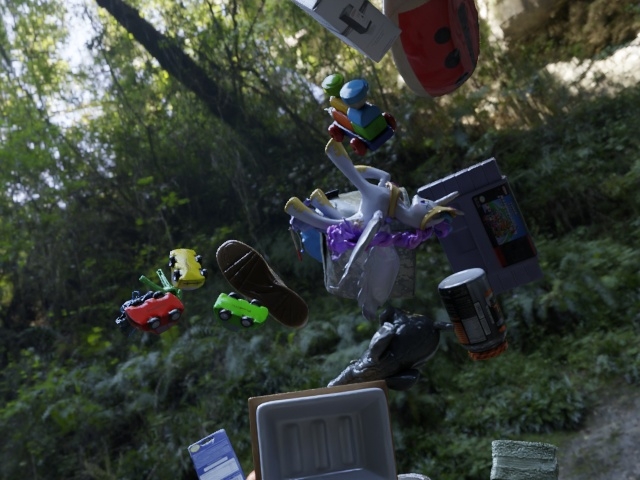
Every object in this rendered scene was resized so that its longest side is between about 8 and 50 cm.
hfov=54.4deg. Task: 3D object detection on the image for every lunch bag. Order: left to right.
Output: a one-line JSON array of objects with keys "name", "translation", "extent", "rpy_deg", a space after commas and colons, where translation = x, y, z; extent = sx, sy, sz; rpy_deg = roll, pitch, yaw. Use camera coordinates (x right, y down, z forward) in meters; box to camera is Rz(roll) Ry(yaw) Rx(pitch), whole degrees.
[{"name": "lunch bag", "translation": [0.124, 0.011, 1.721], "extent": [0.256, 0.212, 0.305], "rpy_deg": [-6, -54, 0]}]

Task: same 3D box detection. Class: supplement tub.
[{"name": "supplement tub", "translation": [0.356, 0.170, 1.436], "extent": [0.117, 0.190, 0.117], "rpy_deg": [-23, 7, 3]}]

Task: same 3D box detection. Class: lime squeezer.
[{"name": "lime squeezer", "translation": [-0.427, 0.129, 1.719], "extent": [0.059, 0.110, 0.310], "rpy_deg": [-25, 3, -5]}]

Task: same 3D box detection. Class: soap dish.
[{"name": "soap dish", "translation": [0.003, 0.417, 1.266], "extent": [0.290, 0.229, 0.118], "rpy_deg": [-4, -10, -15]}]

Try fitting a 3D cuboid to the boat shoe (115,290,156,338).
[{"name": "boat shoe", "translation": [-0.614, 0.238, 2.036], "extent": [0.258, 0.089, 0.109], "rpy_deg": [-46, 3, 36]}]

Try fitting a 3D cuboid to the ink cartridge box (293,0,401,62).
[{"name": "ink cartridge box", "translation": [0.045, -0.492, 1.335], "extent": [0.218, 0.158, 0.092], "rpy_deg": [26, -75, -43]}]

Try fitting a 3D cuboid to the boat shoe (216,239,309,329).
[{"name": "boat shoe", "translation": [-0.150, 0.121, 1.611], "extent": [0.109, 0.302, 0.098], "rpy_deg": [-47, -15, -13]}]

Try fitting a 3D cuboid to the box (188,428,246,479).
[{"name": "box", "translation": [-0.333, 0.732, 2.016], "extent": [0.136, 0.225, 0.036], "rpy_deg": [-26, -46, -12]}]

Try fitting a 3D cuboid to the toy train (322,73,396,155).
[{"name": "toy train", "translation": [0.044, -0.293, 1.329], "extent": [0.105, 0.248, 0.143], "rpy_deg": [-40, -48, -9]}]

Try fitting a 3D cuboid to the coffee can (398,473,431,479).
[{"name": "coffee can", "translation": [0.284, 0.913, 1.969], "extent": [0.201, 0.275, 0.201], "rpy_deg": [-14, 0, 0]}]

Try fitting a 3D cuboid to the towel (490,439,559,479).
[{"name": "towel", "translation": [0.466, 0.510, 1.424], "extent": [0.148, 0.110, 0.027], "rpy_deg": [-1, -42, 19]}]

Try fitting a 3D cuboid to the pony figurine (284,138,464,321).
[{"name": "pony figurine", "translation": [0.104, -0.031, 1.451], "extent": [0.351, 0.363, 0.303], "rpy_deg": [-56, -25, -7]}]

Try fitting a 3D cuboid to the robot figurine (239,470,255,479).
[{"name": "robot figurine", "translation": [-0.115, 0.673, 1.691], "extent": [0.219, 0.158, 0.128], "rpy_deg": [3, 5, -36]}]

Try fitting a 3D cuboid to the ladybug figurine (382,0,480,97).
[{"name": "ladybug figurine", "translation": [0.306, -0.561, 1.626], "extent": [0.305, 0.162, 0.449], "rpy_deg": [-59, -39, -21]}]

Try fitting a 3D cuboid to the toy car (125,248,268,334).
[{"name": "toy car", "translation": [-0.206, 0.119, 1.124], "extent": [0.225, 0.239, 0.053], "rpy_deg": [19, -58, 1]}]

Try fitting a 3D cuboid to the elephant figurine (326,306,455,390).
[{"name": "elephant figurine", "translation": [0.152, 0.266, 1.382], "extent": [0.239, 0.169, 0.186], "rpy_deg": [-34, -35, -42]}]

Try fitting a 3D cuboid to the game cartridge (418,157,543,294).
[{"name": "game cartridge", "translation": [0.440, -0.023, 1.698], "extent": [0.230, 0.355, 0.068], "rpy_deg": [-22, 9, 24]}]

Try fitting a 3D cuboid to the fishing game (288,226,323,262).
[{"name": "fishing game", "translation": [0.000, 0.000, 2.346], "extent": [0.264, 0.189, 0.041], "rpy_deg": [-8, -18, -38]}]
